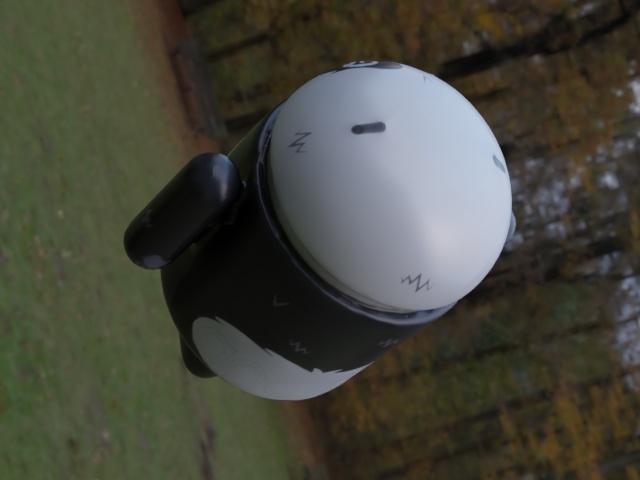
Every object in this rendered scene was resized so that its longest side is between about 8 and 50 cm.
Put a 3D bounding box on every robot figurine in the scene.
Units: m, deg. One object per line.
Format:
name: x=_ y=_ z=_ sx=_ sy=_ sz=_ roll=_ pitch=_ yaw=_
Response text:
robot figurine: x=0.001 y=-0.002 z=0.893 sx=0.173 sy=0.209 sz=0.278 roll=49 pitch=-42 yaw=0
